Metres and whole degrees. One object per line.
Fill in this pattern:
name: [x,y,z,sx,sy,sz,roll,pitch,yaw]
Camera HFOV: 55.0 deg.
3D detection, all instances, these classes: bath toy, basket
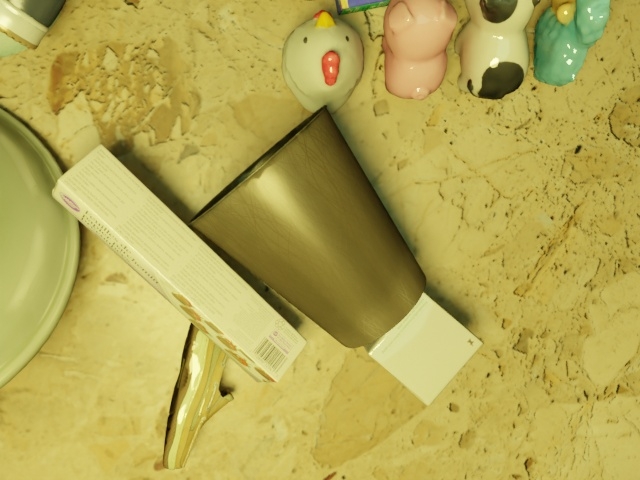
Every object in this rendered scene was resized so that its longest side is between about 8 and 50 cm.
bath toy: [0.129,-0.225,0.691,0.349,0.129,0.151,-9,103,-3]
basket: [0.000,0.000,0.699,0.204,0.154,0.227,-36,103,20]

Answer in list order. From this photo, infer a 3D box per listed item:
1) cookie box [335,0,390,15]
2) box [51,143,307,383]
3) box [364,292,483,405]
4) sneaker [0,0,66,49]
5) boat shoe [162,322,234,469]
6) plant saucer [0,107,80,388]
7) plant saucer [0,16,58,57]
cookie box: [0.065,-0.323,0.723,0.107,0.040,0.091,-13,97,-3]
box: [-0.153,0.035,0.694,0.324,0.063,0.067,44,61,-12]
box: [0.119,0.122,0.749,0.102,0.087,0.101,41,91,-8]
sneaker: [-0.367,-0.343,0.616,0.282,0.099,0.153,38,97,-14]
boat shoe: [-0.141,0.190,0.749,0.072,0.068,0.189,14,94,-18]
plant saucer: [-0.450,-0.007,0.599,0.401,0.100,0.400,6,71,-17]
plant saucer: [-0.389,-0.306,0.689,0.195,0.037,0.194,0,96,-4]
